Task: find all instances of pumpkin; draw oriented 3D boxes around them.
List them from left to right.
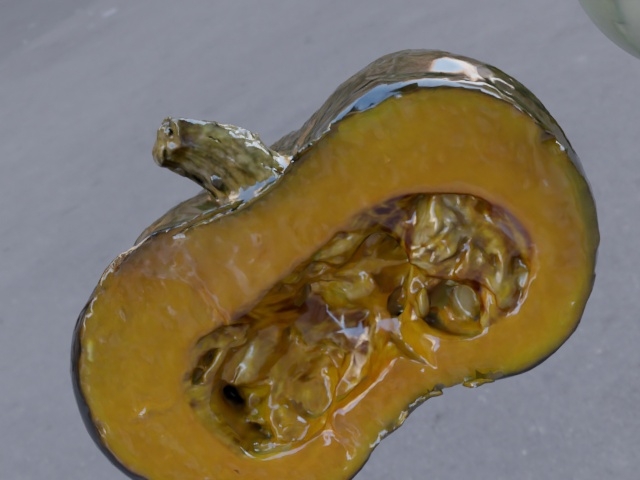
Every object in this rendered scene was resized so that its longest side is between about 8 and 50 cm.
[{"bbox_3d":[0.000,0.000,0.725,0.325,0.242,0.232,-33,15,15],"label":"pumpkin"}]

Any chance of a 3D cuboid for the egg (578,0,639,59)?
[{"bbox_3d":[0.354,-0.285,1.052,0.278,0.278,0.336,-17,22,21],"label":"egg"}]
